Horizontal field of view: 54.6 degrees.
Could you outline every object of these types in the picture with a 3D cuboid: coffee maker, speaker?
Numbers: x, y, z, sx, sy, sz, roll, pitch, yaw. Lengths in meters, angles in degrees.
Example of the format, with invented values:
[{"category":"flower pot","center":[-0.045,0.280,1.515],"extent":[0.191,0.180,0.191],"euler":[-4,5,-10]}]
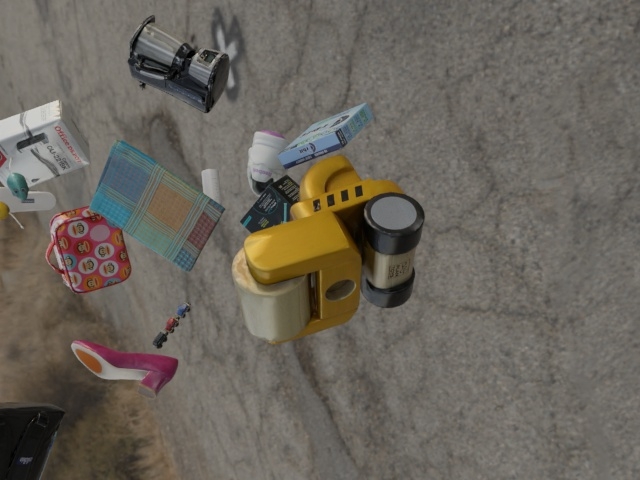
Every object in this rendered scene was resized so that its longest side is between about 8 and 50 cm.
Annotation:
[{"category":"coffee maker","center":[-0.278,-0.342,1.247],"extent":[0.120,0.178,0.171],"euler":[-63,1,-8]},{"category":"speaker","center":[-0.335,-0.151,1.920],"extent":[0.055,0.055,0.136],"euler":[149,115,-63]}]

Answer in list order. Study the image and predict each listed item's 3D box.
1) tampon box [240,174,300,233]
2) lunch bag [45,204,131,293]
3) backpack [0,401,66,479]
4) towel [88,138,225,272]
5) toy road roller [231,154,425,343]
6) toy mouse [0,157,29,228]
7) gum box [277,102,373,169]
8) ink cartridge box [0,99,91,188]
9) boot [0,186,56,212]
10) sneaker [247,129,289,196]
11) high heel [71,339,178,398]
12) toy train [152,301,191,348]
[{"category":"tampon box","center":[-0.065,-0.038,1.336],"extent":[0.161,0.101,0.120],"euler":[43,118,1]},{"category":"lunch bag","center":[-0.804,0.035,2.130],"extent":[0.120,0.258,0.293],"euler":[33,133,48]},{"category":"backpack","center":[-0.821,0.574,1.499],"extent":[0.273,0.290,0.355],"euler":[-2,79,33]},{"category":"towel","center":[-0.490,-0.097,1.827],"extent":[0.370,0.040,0.271],"euler":[34,120,-1]},{"category":"toy road roller","center":[0.000,0.000,1.035],"extent":[0.202,0.330,0.240],"euler":[88,158,-49]},{"category":"toy mouse","center":[-0.684,-0.119,1.319],"extent":[0.031,0.161,0.143],"euler":[132,156,-70]},{"category":"gum box","center":[0.013,-0.231,1.363],"extent":[0.157,0.184,0.041],"euler":[-15,113,35]},{"category":"ink cartridge box","center":[-0.887,-0.291,1.933],"extent":[0.197,0.273,0.114],"euler":[73,173,-49]},{"category":"boot","center":[-0.827,-0.108,1.685],"extent":[0.086,0.190,0.069],"euler":[6,91,49]},{"category":"sneaker","center":[-0.148,-0.177,1.598],"extent":[0.305,0.114,0.152],"euler":[104,180,-81]},{"category":"high heel","center":[-0.469,0.280,1.497],"extent":[0.244,0.117,0.082],"euler":[24,130,5]},{"category":"toy train","center":[-0.425,0.239,1.773],"extent":[0.027,0.158,0.036],"euler":[24,157,28]}]
